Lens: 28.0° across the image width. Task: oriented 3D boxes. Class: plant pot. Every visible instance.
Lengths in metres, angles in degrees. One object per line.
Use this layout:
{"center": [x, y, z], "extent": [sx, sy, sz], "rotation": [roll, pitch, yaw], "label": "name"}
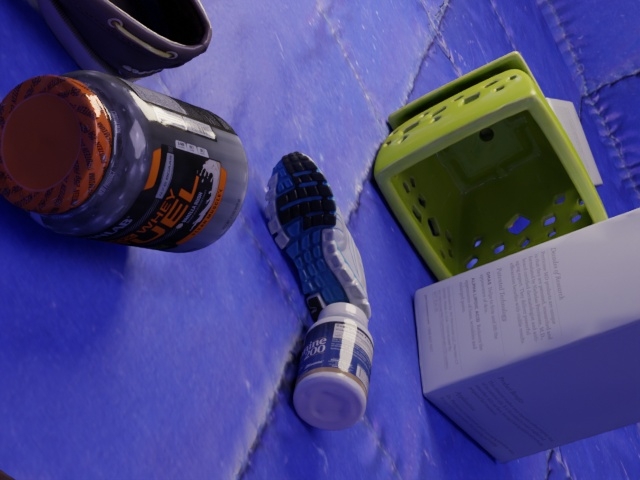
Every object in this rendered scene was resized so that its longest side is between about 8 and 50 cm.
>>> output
{"center": [0.215, -0.097, 1.647], "extent": [0.227, 0.228, 0.207], "rotation": [56, 19, -26], "label": "plant pot"}

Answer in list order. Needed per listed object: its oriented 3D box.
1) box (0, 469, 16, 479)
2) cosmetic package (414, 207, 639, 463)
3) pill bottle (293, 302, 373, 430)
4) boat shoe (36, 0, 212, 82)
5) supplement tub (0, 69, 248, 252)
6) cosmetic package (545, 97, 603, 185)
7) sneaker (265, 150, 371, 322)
{"center": [-0.164, 0.219, 0.550], "extent": [0.203, 0.167, 0.168], "rotation": [47, 30, -42], "label": "box"}
{"center": [0.326, 0.104, 1.482], "extent": [0.217, 0.385, 0.156], "rotation": [45, 31, -44], "label": "cosmetic package"}
{"center": [0.014, 0.113, 1.188], "extent": [0.067, 0.067, 0.120], "rotation": [56, 25, -27], "label": "pill bottle"}
{"center": [-0.205, -0.251, 0.968], "extent": [0.324, 0.096, 0.116], "rotation": [52, 47, -33], "label": "boat shoe"}
{"center": [-0.143, -0.055, 0.923], "extent": [0.190, 0.117, 0.117], "rotation": [11, 59, -63], "label": "supplement tub"}
{"center": [0.340, -0.128, 2.043], "extent": [0.183, 0.151, 0.151], "rotation": [-9, 78, -66], "label": "cosmetic package"}
{"center": [0.000, 0.000, 1.278], "extent": [0.083, 0.071, 0.191], "rotation": [-58, 132, -71], "label": "sneaker"}
